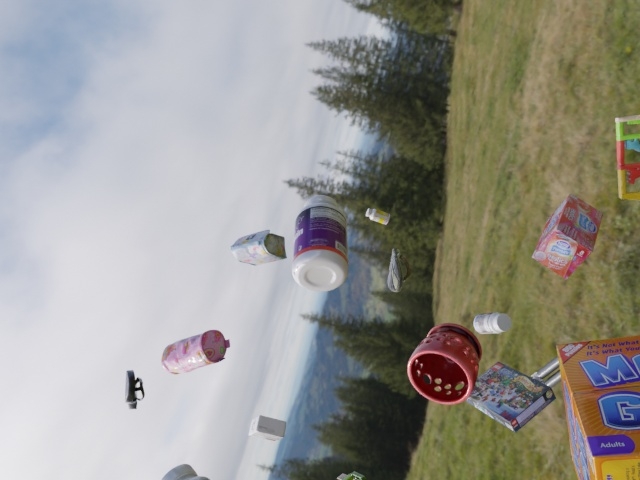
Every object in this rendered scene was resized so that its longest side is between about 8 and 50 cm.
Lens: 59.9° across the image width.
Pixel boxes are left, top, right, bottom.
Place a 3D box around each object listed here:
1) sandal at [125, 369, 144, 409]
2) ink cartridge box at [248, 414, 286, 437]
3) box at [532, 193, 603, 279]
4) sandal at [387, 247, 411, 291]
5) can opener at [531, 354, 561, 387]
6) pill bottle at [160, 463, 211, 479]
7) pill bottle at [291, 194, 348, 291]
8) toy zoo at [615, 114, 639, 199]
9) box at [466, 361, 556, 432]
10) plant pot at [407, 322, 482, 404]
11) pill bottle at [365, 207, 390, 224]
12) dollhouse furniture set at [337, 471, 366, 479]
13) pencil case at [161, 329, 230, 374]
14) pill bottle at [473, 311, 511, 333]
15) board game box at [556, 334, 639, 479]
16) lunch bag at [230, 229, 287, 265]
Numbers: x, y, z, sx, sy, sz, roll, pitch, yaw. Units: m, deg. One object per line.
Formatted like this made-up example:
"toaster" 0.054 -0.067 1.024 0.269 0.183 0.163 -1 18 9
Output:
"sandal" -0.563 0.454 1.696 0.254 0.054 0.097 122 145 -63
"ink cartridge box" -0.202 0.716 2.113 0.150 0.109 0.063 127 157 -59
"box" 0.755 -0.016 1.690 0.257 0.123 0.128 -44 -16 -47
"sandal" 0.333 0.113 2.300 0.303 0.086 0.120 -71 -7 -66
"can opener" 0.760 0.465 1.862 0.093 0.074 0.280 -22 -27 -45
"pill bottle" -0.237 0.535 1.087 0.108 0.193 0.108 -27 -46 -32
"pill bottle" 0.000 0.000 1.851 0.323 0.182 0.181 -89 7 -45
"toy zoo" 1.004 -0.237 1.678 0.030 0.192 0.293 -47 -50 -74
"box" 0.547 0.454 1.635 0.159 0.044 0.233 -34 16 -14
"plant pot" 0.369 0.351 1.615 0.174 0.191 0.191 -40 -32 -52
"pill bottle" 0.211 -0.091 2.047 0.043 0.083 0.043 -161 90 -81
"dollhouse furniture set" 0.067 0.754 1.669 0.058 0.152 0.076 -17 97 58
"pencil case" -0.443 0.395 1.956 0.284 0.124 0.124 -25 35 39
"pill bottle" 0.640 0.307 2.062 0.137 0.078 0.078 153 135 -67
"board game box" 0.758 0.454 1.220 0.356 0.356 0.356 -69 -35 -61
"lunch bag" -0.110 0.012 0.989 0.083 0.071 0.053 16 -117 -62
